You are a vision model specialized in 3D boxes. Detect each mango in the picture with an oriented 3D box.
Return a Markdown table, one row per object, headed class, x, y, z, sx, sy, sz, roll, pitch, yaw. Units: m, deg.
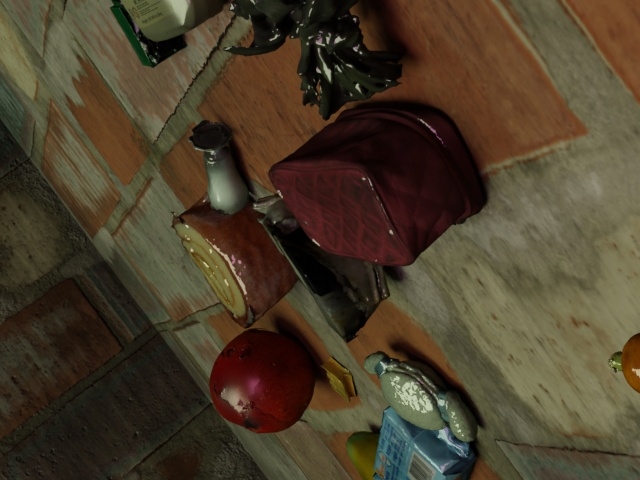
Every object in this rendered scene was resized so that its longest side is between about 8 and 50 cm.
| class | x | y | z | sx | sy | sz | roll | pitch | yaw |
| --- | --- | --- | --- | --- | --- | --- | --- | --- | --- |
| mango | 0.117 | 0.424 | 1.784 | 0.195 | 0.092 | 0.130 | 36 | 154 | 45 |

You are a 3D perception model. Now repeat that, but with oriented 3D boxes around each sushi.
| class | x | y | z | sx | sy | sz | roll | pitch | yaw |
| --- | --- | --- | --- | --- | --- | --- | --- | --- | --- |
| sushi | 0.003 | 0.008 | 1.353 | 0.134 | 0.109 | 0.273 | 62 | 173 | -35 |

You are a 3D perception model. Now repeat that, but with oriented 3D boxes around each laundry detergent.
| class | x | y | z | sx | sy | sz | roll | pitch | yaw |
| --- | --- | --- | --- | --- | --- | --- | --- | --- | --- |
| laundry detergent | -0.229 | -0.381 | 1.195 | 0.181 | 0.091 | 0.253 | 11 | 134 | 60 |

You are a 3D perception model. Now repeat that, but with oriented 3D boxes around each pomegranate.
| class | x | y | z | sx | sy | sz | roll | pitch | yaw |
| --- | --- | --- | --- | --- | --- | --- | --- | --- | --- |
| pomegranate | -0.110 | 0.280 | 1.893 | 0.210 | 0.210 | 0.235 | 43 | -175 | 26 |

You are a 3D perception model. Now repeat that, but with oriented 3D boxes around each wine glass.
| class | x | y | z | sx | sy | sz | roll | pitch | yaw |
| --- | --- | --- | --- | --- | --- | --- | --- | --- | --- |
| wine glass | -0.161 | -0.115 | 1.526 | 0.072 | 0.072 | 0.155 | 39 | 155 | 33 |

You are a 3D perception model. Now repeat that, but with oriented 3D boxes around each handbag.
| class | x | y | z | sx | sy | sz | roll | pitch | yaw |
| --- | --- | --- | --- | --- | --- | --- | --- | --- | --- |
| handbag | 0.036 | 0.263 | 1.788 | 0.061 | 0.027 | 0.083 | 36 | 156 | 36 |
| handbag | 0.060 | -0.061 | 1.038 | 0.225 | 0.135 | 0.146 | 7 | 131 | 58 |

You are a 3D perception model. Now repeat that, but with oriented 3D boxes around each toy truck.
| class | x | y | z | sx | sy | sz | roll | pitch | yaw |
| --- | --- | --- | --- | --- | --- | --- | --- | --- | --- |
| toy truck | -0.259 | -0.330 | 1.387 | 0.079 | 0.065 | 0.147 | 26 | 149 | 58 |

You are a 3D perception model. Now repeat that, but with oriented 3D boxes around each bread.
| class | x | y | z | sx | sy | sz | roll | pitch | yaw |
| --- | --- | --- | --- | --- | --- | --- | --- | --- | --- |
| bread | -0.145 | 0.022 | 1.642 | 0.244 | 0.123 | 0.190 | 56 | 158 | -10 |

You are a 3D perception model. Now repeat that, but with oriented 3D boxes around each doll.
| class | x | y | z | sx | sy | sz | roll | pitch | yaw |
| --- | --- | --- | --- | --- | --- | --- | --- | --- | --- |
| doll | 0.144 | 0.228 | 1.422 | 0.214 | 0.071 | 0.103 | 33 | 153 | 33 |

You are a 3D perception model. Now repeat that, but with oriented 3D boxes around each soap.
| class | x | y | z | sx | sy | sz | roll | pitch | yaw |
| --- | --- | --- | --- | --- | --- | --- | --- | --- | --- |
| soap | 0.166 | 0.361 | 1.570 | 0.156 | 0.077 | 0.293 | 45 | 153 | 25 |

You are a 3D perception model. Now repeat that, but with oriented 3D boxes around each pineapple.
| class | x | y | z | sx | sy | sz | roll | pitch | yaw |
| --- | --- | --- | --- | --- | --- | --- | --- | --- | --- |
| pineapple | -0.035 | -0.251 | 0.903 | 0.310 | 0.170 | 0.141 | 58 | -172 | -27 |

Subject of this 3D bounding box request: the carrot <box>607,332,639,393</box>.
| class | x | y | z | sx | sy | sz | roll | pitch | yaw |
| --- | --- | --- | --- | --- | --- | --- | --- | --- | --- |
| carrot | 0.361 | 0.125 | 0.808 | 0.257 | 0.061 | 0.061 | 12 | 136 | 48 |
